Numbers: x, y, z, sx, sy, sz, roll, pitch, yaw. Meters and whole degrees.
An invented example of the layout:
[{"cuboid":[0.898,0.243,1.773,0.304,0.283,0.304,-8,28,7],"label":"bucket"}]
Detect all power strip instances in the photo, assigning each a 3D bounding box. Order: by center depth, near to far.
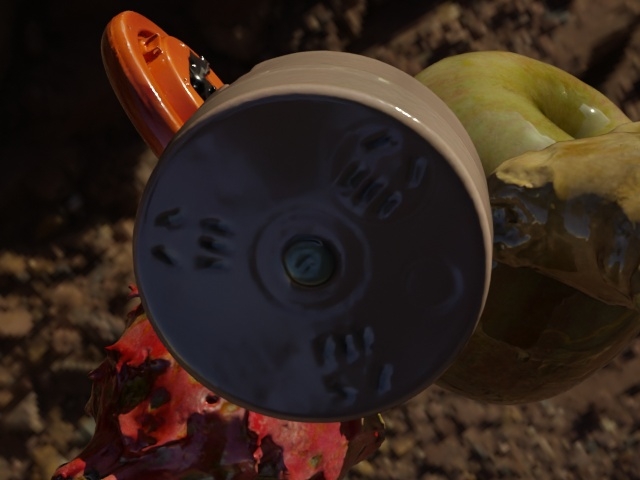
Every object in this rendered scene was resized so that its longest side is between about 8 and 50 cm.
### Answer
[{"cuboid":[0.000,0.000,0.741,0.154,0.154,0.078,-25,13,12],"label":"power strip"}]

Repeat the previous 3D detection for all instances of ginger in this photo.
[{"cuboid":[0.213,-0.017,1.091,0.270,0.123,0.219,17,26,-6],"label":"ginger"}]

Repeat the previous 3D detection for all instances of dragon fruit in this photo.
[{"cuboid":[-0.065,0.119,1.209,0.268,0.210,0.205,-35,26,-32],"label":"dragon fruit"}]

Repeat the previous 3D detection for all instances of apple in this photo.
[{"cuboid":[0.141,-0.007,1.322,0.234,0.257,0.257,-62,30,31],"label":"apple"}]

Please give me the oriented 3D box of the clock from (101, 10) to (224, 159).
[{"cuboid":[-0.099,-0.097,1.374,0.051,0.205,0.205,-35,40,12],"label":"clock"}]
